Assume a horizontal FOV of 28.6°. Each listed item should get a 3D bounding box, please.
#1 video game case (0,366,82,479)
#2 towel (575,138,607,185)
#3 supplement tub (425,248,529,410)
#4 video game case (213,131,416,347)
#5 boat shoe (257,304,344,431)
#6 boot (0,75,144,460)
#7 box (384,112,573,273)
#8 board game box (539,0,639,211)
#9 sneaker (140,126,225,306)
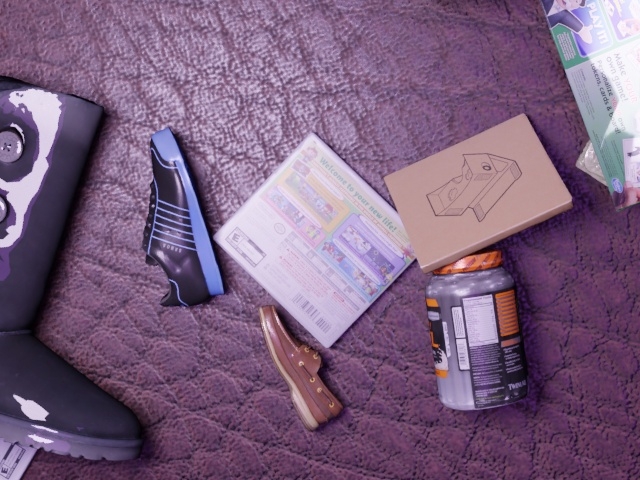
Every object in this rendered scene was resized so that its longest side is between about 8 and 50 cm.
[{"bbox_3d":[-0.440,0.214,1.691,0.173,0.022,0.190,32,96,2],"label":"video game case"},{"bbox_3d":[0.404,-0.133,1.600,0.110,0.027,0.148,27,95,2],"label":"towel"},{"bbox_3d":[0.195,0.110,1.586,0.117,0.117,0.190,-8,92,5],"label":"supplement tub"},{"bbox_3d":[0.000,0.000,1.642,0.212,0.023,0.193,44,96,2],"label":"video game case"},{"bbox_3d":[-0.027,0.159,1.637,0.060,0.064,0.178,-26,97,1],"label":"boat shoe"},{"bbox_3d":[-0.354,0.029,1.611,0.367,0.146,0.445,15,85,0],"label":"boot"},{"bbox_3d":[0.194,-0.061,1.574,0.201,0.021,0.164,-25,50,6],"label":"box"},{"bbox_3d":[0.407,-0.219,1.524,0.213,0.046,0.317,-21,86,29],"label":"board game box"},{"bbox_3d":[-0.196,-0.026,1.627,0.090,0.081,0.232,-16,93,-2],"label":"sneaker"}]
